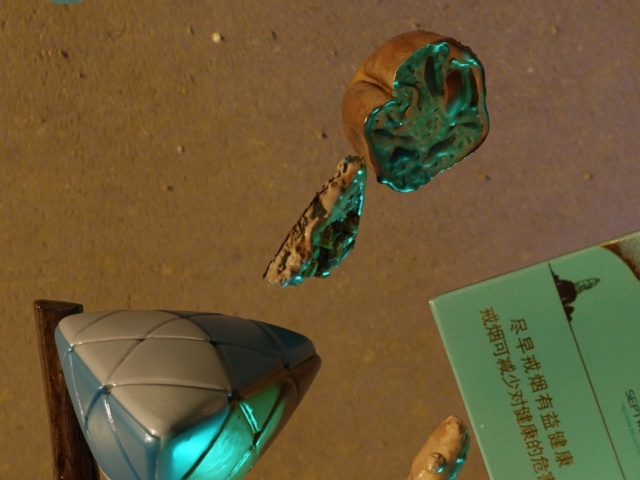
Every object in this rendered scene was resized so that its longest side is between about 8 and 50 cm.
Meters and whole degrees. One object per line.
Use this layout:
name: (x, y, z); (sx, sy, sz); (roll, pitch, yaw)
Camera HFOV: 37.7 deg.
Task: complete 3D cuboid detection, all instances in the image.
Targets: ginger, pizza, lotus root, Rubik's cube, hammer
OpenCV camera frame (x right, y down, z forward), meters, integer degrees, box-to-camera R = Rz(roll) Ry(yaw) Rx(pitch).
ginger: (0.102, 0.297, 0.956); (0.075, 0.089, 0.288); (15, 120, 14)
pizza: (0.000, 0.000, 1.131); (0.195, 0.052, 0.185); (-44, 153, -40)
lotus root: (0.104, -0.194, 1.260); (0.188, 0.180, 0.199); (-27, 131, -14)
Rubik's cube: (-0.161, 0.168, 0.888); (0.255, 0.254, 0.254); (-8, 123, -13)
hammer: (-0.343, 0.275, 1.311); (0.243, 0.095, 0.408); (-7, 100, -23)

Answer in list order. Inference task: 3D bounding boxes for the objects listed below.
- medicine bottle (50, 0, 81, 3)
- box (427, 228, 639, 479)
medicine bottle: (-0.442, -0.483, 1.609); (0.079, 0.079, 0.140); (-6, 89, -14)
box: (0.205, 0.078, 0.611); (0.229, 0.041, 0.162); (-20, 87, 16)
